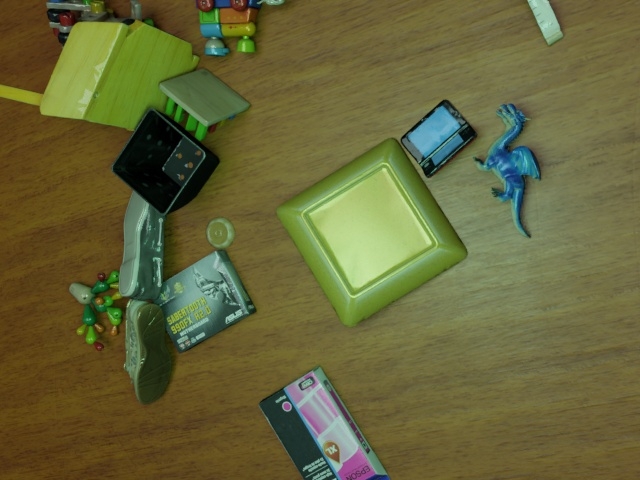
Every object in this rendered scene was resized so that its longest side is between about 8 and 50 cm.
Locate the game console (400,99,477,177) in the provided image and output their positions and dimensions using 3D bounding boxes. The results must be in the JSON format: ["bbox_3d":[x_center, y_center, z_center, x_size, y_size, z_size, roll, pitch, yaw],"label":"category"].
[{"bbox_3d":[0.261,-0.228,1.530,0.144,0.124,0.085,-42,107,16],"label":"game console"}]

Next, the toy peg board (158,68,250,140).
[{"bbox_3d":[-0.291,-0.329,1.683,0.161,0.161,0.079,40,132,12],"label":"toy peg board"}]

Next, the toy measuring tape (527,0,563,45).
[{"bbox_3d":[0.424,-0.576,1.463,0.121,0.121,0.330,-29,107,18],"label":"toy measuring tape"}]

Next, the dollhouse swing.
[{"bbox_3d":[-0.542,-0.411,1.643,0.305,0.347,0.315,31,102,15],"label":"dollhouse swing"}]

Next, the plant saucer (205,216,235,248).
[{"bbox_3d":[-0.258,-0.018,1.747,0.084,0.015,0.083,1,94,18],"label":"plant saucer"}]

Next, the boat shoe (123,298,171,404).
[{"bbox_3d":[-0.453,0.285,1.776,0.089,0.105,0.285,19,112,41],"label":"boat shoe"}]

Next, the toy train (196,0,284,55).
[{"bbox_3d":[-0.174,-0.518,1.650,0.248,0.105,0.143,5,105,18],"label":"toy train"}]

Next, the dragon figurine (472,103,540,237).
[{"bbox_3d":[0.426,-0.154,1.477,0.144,0.085,0.289,-29,83,18],"label":"dragon figurine"}]

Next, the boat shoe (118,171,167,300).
[{"bbox_3d":[-0.444,-0.007,1.763,0.112,0.096,0.334,-13,66,45],"label":"boat shoe"}]

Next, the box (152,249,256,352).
[{"bbox_3d":[-0.302,0.156,1.750,0.231,0.056,0.183,-30,84,17],"label":"box"}]

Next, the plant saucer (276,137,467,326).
[{"bbox_3d":[0.111,-0.022,1.551,0.333,0.081,0.332,-32,83,4],"label":"plant saucer"}]

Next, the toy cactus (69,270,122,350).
[{"bbox_3d":[-0.610,0.170,1.839,0.181,0.112,0.218,26,110,25],"label":"toy cactus"}]

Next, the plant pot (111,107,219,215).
[{"bbox_3d":[-0.359,-0.189,1.691,0.188,0.167,0.187,40,105,13],"label":"plant pot"}]

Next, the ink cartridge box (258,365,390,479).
[{"bbox_3d":[0.019,0.507,1.666,0.176,0.069,0.370,-35,85,17],"label":"ink cartridge box"}]

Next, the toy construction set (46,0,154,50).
[{"bbox_3d":[-0.561,-0.588,1.728,0.237,0.257,0.308,-15,104,-21],"label":"toy construction set"}]
